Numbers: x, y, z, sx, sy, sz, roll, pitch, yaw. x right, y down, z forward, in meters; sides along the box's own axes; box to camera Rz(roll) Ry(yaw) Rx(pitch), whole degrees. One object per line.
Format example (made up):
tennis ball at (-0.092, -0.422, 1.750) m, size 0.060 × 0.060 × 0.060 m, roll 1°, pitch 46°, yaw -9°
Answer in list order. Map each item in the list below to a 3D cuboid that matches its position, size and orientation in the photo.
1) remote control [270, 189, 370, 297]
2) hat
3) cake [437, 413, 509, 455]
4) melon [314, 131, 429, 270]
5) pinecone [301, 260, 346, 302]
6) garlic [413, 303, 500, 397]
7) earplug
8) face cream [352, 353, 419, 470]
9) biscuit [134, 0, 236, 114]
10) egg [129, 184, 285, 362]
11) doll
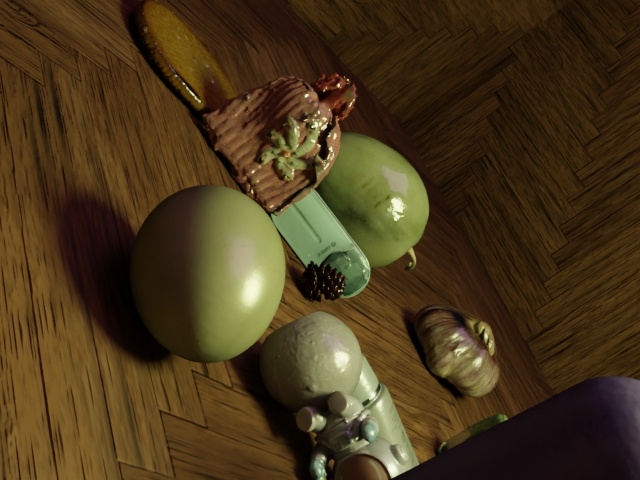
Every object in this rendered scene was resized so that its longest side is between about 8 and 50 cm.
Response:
remote control at (0.000, 0.000, 1.682) m, size 0.247 × 0.104 × 0.052 m, roll 54°, pitch 4°, yaw -6°
hat at (-0.052, -0.208, 1.628) m, size 0.237 × 0.286 × 0.107 m, roll 54°, pitch -3°, yaw -1°
cake at (0.275, 0.408, 1.553) m, size 0.283 × 0.158 × 0.172 m, roll 16°, pitch 40°, yaw -61°
melon at (0.081, -0.079, 1.806) m, size 0.307 × 0.272 × 0.272 m, roll 25°, pitch 13°, yaw 8°
pinecone at (0.006, 0.074, 1.589) m, size 0.083 × 0.077 × 0.077 m, roll 0°, pitch 43°, yaw -20°
garlic at (0.325, 0.239, 2.023) m, size 0.245 × 0.160 × 0.245 m, roll 40°, pitch 16°, yaw -14°
earplug at (0.209, 0.313, 0.993) m, size 0.215 × 0.455 × 0.215 m, roll 46°, pitch 20°, yaw -23°
face cream at (0.105, 0.317, 1.375) m, size 0.314 × 0.089 × 0.143 m, roll 59°, pitch 13°, yaw -15°
biscuit at (-0.265, -0.348, 1.751) m, size 0.305 × 0.038 × 0.305 m, roll 50°, pitch 17°, yaw -21°
egg at (-0.133, 0.039, 1.054) m, size 0.186 × 0.186 × 0.242 m, roll 43°, pitch 21°, yaw -35°
doll at (0.026, 0.241, 1.198) m, size 0.287 × 0.151 × 0.151 m, roll 62°, pitch 17°, yaw 11°
